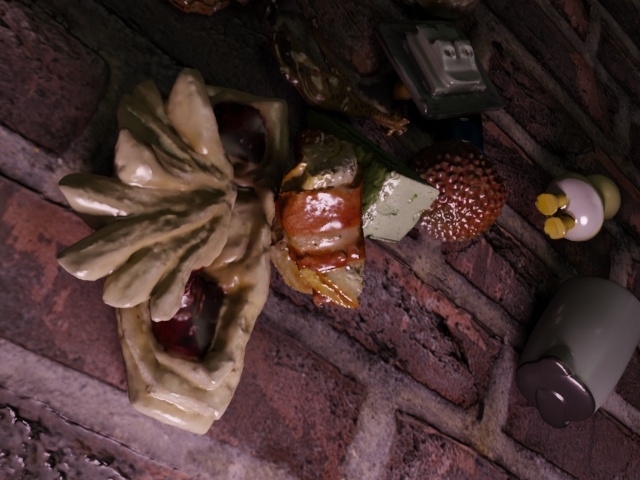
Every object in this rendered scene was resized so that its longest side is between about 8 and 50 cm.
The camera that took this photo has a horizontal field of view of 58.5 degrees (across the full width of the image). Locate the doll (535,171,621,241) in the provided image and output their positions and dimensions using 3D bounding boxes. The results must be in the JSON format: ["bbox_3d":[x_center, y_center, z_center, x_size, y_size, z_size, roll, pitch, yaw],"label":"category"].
[{"bbox_3d":[0.539,-0.074,1.179,0.296,0.117,0.141,-12,79,-51],"label":"doll"}]

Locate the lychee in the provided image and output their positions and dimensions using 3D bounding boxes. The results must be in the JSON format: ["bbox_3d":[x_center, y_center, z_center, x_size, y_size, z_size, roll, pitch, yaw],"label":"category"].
[{"bbox_3d":[0.213,-0.081,0.903,0.198,0.165,0.165,-27,95,-21],"label":"lychee"}]

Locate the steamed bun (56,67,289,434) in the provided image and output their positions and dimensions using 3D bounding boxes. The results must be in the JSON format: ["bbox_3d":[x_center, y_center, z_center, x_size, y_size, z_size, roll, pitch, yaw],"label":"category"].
[{"bbox_3d":[-0.150,-0.024,0.620,0.247,0.189,0.427,19,68,-23],"label":"steamed bun"}]

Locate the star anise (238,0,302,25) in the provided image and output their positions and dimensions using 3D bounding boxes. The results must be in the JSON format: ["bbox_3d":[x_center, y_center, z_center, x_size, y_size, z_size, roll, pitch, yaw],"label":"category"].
[{"bbox_3d":[-0.076,-0.365,0.834,0.129,0.056,0.124,23,61,-44],"label":"star anise"}]

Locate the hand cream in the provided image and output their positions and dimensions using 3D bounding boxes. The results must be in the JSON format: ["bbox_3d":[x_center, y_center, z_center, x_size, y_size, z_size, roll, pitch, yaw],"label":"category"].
[{"bbox_3d":[0.254,-0.280,1.055,0.120,0.061,0.270,15,65,-34],"label":"hand cream"}]

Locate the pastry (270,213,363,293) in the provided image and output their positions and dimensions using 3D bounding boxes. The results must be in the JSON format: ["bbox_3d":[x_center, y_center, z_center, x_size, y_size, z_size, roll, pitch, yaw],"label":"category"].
[{"bbox_3d":[-0.004,0.001,0.777,0.154,0.081,0.153,7,73,-24],"label":"pastry"}]

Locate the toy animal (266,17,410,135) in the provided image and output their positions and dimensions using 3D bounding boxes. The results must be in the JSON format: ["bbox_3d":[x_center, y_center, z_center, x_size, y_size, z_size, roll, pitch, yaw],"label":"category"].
[{"bbox_3d":[0.032,-0.233,0.874,0.276,0.054,0.149,37,44,-20],"label":"toy animal"}]

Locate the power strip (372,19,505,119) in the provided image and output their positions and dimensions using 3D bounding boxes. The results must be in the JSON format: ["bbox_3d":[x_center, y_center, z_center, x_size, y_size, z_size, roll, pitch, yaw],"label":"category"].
[{"bbox_3d":[0.217,-0.312,0.980,0.199,0.064,0.213,-16,73,-31],"label":"power strip"}]

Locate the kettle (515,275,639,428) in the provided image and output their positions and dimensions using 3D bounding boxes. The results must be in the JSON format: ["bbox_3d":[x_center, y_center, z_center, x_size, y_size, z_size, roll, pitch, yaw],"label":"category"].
[{"bbox_3d":[0.457,0.217,1.021,0.236,0.161,0.221,-43,135,-35],"label":"kettle"}]

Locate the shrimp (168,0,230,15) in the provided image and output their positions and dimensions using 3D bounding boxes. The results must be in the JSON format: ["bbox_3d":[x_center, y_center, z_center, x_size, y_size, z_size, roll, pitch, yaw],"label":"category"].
[{"bbox_3d":[-0.178,-0.429,0.782,0.173,0.058,0.252,6,78,-43],"label":"shrimp"}]

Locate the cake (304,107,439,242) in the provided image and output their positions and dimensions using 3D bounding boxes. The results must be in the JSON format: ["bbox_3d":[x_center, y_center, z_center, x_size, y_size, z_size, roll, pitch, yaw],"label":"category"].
[{"bbox_3d":[0.065,-0.122,0.796,0.100,0.099,0.235,11,46,-40],"label":"cake"}]

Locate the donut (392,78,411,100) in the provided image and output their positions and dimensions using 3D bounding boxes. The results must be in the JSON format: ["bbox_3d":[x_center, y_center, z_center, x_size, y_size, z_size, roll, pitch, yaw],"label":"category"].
[{"bbox_3d":[0.170,-0.261,0.996,0.083,0.038,0.067,25,62,-27],"label":"donut"}]

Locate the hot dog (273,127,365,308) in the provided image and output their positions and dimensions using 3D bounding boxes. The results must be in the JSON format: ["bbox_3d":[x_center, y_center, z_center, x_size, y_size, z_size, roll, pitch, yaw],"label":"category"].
[{"bbox_3d":[0.001,-0.023,0.662,0.103,0.146,0.212,-3,103,3],"label":"hot dog"}]

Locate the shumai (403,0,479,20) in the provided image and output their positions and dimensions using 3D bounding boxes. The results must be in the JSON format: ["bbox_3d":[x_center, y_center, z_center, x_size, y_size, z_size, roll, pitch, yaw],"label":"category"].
[{"bbox_3d":[0.263,-0.577,1.005,0.304,0.264,0.308,7,74,-36],"label":"shumai"}]
